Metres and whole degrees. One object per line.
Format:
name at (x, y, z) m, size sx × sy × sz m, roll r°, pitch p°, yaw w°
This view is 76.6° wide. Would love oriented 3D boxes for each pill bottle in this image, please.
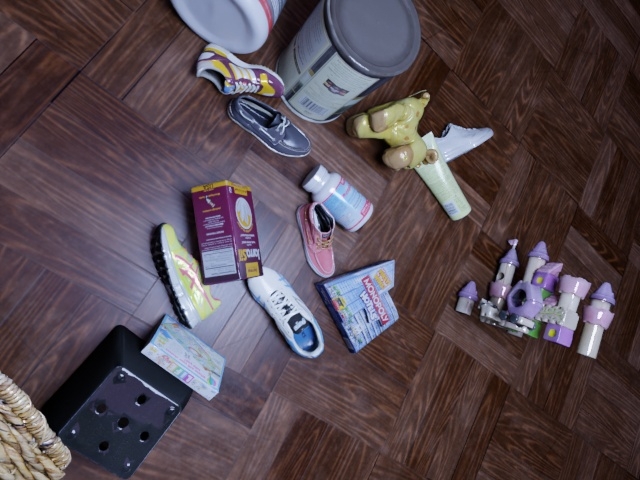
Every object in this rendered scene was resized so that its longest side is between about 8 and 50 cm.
pill bottle at (-0.135, -0.588, 0.817) m, size 0.210 × 0.210 × 0.363 m, roll 29°, pitch 74°, yaw -21°
pill bottle at (0.038, -0.098, 0.933) m, size 0.160 × 0.087 × 0.087 m, roll 39°, pitch 71°, yaw -19°

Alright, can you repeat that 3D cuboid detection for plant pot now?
plant pot at (-0.334, 0.281, 0.685) m, size 0.187 × 0.167 × 0.188 m, roll 44°, pitch 71°, yaw -16°

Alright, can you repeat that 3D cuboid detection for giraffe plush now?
giraffe plush at (0.188, -0.245, 0.979) m, size 0.210 × 0.181 × 0.171 m, roll -23°, pitch 109°, yaw -8°

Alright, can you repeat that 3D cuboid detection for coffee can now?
coffee can at (0.043, -0.388, 0.851) m, size 0.201 × 0.275 × 0.202 m, roll 2°, pitch 86°, yaw -26°

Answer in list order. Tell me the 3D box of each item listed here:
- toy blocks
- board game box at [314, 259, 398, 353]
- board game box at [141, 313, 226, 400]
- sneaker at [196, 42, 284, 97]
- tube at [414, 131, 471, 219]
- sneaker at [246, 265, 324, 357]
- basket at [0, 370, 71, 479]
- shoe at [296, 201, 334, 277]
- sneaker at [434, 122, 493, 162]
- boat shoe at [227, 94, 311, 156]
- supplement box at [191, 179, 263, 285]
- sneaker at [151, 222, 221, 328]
toy blocks at (0.549, 0.114, 1.056) m, size 0.308 × 0.288 × 0.260 m, roll 23°, pitch 83°, yaw -20°
board game box at (0.114, 0.137, 0.969) m, size 0.194 × 0.060 × 0.194 m, roll -32°, pitch 100°, yaw -23°
board game box at (-0.251, 0.217, 0.765) m, size 0.026 × 0.103 × 0.154 m, roll -43°, pitch 106°, yaw 10°
sneaker at (-0.168, -0.334, 0.856) m, size 0.185 × 0.069 × 0.084 m, roll 19°, pitch 63°, yaw -15°
tube at (0.318, -0.166, 1.086) m, size 0.070 × 0.062 × 0.240 m, roll -43°, pitch 105°, yaw -20°
sneaker at (-0.068, 0.150, 0.867) m, size 0.085 × 0.086 × 0.237 m, roll -40°, pitch 102°, yaw -21°
basket at (-0.471, 0.233, 0.550) m, size 0.223 × 0.299 × 0.213 m, roll -64°, pitch 149°, yaw -16°
shoe at (0.000, 0.000, 0.911) m, size 0.063 × 0.081 × 0.178 m, roll -21°, pitch 95°, yaw -25°
sneaker at (0.390, -0.289, 1.127) m, size 0.212 × 0.080 × 0.094 m, roll -28°, pitch 87°, yaw -23°
boat shoe at (-0.103, -0.248, 0.888) m, size 0.206 × 0.065 × 0.075 m, roll 27°, pitch 76°, yaw -22°
supplement box at (-0.180, -0.013, 0.796) m, size 0.080 × 0.104 × 0.188 m, roll -10°, pitch 87°, yaw 17°
sneaker at (-0.259, 0.060, 0.792) m, size 0.094 × 0.081 × 0.209 m, roll -25°, pitch 103°, yaw -33°
